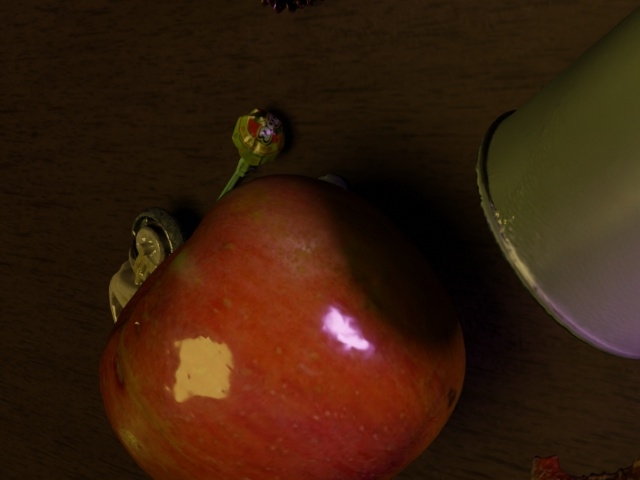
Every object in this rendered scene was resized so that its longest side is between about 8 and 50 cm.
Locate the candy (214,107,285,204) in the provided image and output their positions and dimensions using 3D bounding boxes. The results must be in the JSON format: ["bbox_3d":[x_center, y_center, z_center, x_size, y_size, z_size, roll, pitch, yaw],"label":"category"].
[{"bbox_3d":[-0.094,-0.083,1.165,0.058,0.062,0.194,21,145,-15],"label":"candy"}]

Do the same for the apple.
[{"bbox_3d":[-0.032,0.111,0.967,0.339,0.339,0.339,19,118,39],"label":"apple"}]

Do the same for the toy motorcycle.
[{"bbox_3d":[-0.185,0.138,1.291,0.223,0.108,0.341,-33,81,46],"label":"toy motorcycle"}]

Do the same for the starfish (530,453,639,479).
[{"bbox_3d":[0.299,0.128,0.710,0.312,0.303,0.113,-25,97,6],"label":"starfish"}]

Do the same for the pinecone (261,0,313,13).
[{"bbox_3d":[-0.026,-0.266,0.999,0.083,0.077,0.077,1,106,40],"label":"pinecone"}]

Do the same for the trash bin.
[{"bbox_3d":[0.270,-0.067,0.674,0.262,0.217,0.277,-42,34,43],"label":"trash bin"}]

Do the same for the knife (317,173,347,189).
[{"bbox_3d":[0.000,0.000,1.114,0.044,0.023,0.162,30,125,31],"label":"knife"}]
